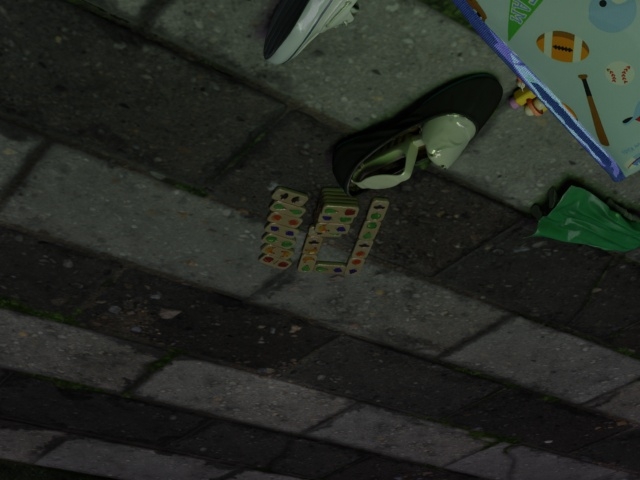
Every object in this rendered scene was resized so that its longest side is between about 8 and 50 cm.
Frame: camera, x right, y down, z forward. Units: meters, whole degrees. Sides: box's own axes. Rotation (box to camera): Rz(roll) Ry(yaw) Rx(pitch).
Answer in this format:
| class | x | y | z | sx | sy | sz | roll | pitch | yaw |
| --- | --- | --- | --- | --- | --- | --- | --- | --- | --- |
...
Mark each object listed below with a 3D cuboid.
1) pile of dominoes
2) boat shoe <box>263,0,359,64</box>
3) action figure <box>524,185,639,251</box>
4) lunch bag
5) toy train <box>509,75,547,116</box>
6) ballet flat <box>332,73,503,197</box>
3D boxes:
| class | x | y | z | sx | sy | sz | roll | pitch | yaw |
| --- | --- | --- | --- | --- | --- | --- | --- | --- | --- |
| pile of dominoes | 0.000 | 0.000 | 1.564 | 0.195 | 0.040 | 0.251 | 3 | 146 | -11 |
| boat shoe | 0.012 | -0.284 | 1.095 | 0.075 | 0.083 | 0.226 | 17 | 141 | -27 |
| action figure | 0.471 | -0.027 | 1.553 | 0.232 | 0.064 | 0.137 | 15 | 140 | -21 |
| lunch bag | 0.324 | -0.311 | 0.945 | 0.385 | 0.239 | 0.328 | 39 | 133 | -17 |
| toy train | 0.331 | -0.211 | 1.275 | 0.166 | 0.046 | 0.125 | 8 | 145 | -17 |
| ballet flat | 0.142 | -0.135 | 1.324 | 0.280 | 0.096 | 0.095 | -26 | 140 | 29 |
